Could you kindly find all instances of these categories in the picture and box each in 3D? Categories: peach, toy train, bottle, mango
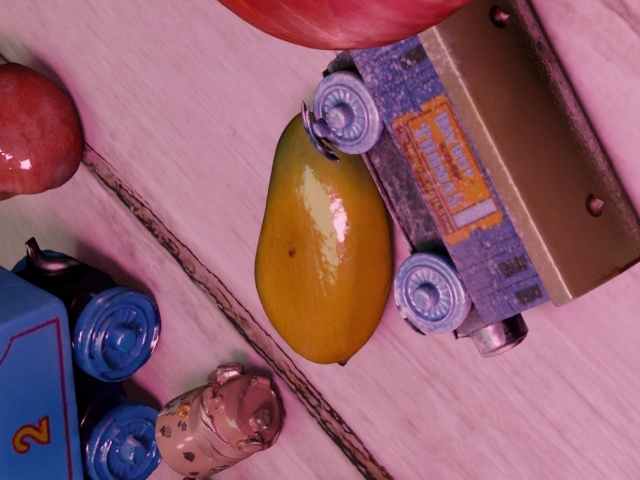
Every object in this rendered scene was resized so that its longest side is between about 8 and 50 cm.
[{"bbox_3d":[-0.324,-0.117,2.056,0.152,0.152,0.152,29,132,39],"label":"peach"},{"bbox_3d":[-0.313,0.160,2.084,0.188,0.265,0.300,25,128,42],"label":"toy train"},{"bbox_3d":[-0.094,0.181,1.974,0.152,0.099,0.099,-31,86,51],"label":"bottle"},{"bbox_3d":[0.118,-0.064,1.530,0.202,0.131,0.299,-28,89,47],"label":"toy train"},{"bbox_3d":[0.005,0.005,1.738,0.137,0.091,0.237,32,134,28],"label":"mango"}]

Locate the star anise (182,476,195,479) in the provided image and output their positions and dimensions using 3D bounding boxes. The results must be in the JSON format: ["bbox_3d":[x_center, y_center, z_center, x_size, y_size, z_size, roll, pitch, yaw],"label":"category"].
[{"bbox_3d":[-0.144,0.374,2.069,0.272,0.103,0.272,168,90,-88],"label":"star anise"}]

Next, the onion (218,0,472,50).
[{"bbox_3d":[0.030,-0.304,1.334,0.354,0.354,0.353,29,132,39],"label":"onion"}]
